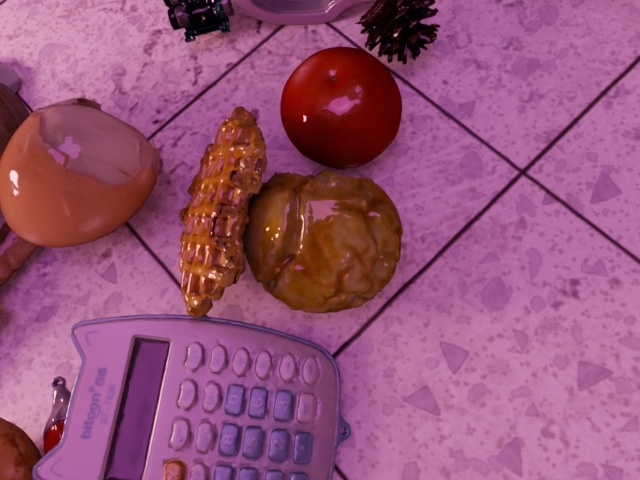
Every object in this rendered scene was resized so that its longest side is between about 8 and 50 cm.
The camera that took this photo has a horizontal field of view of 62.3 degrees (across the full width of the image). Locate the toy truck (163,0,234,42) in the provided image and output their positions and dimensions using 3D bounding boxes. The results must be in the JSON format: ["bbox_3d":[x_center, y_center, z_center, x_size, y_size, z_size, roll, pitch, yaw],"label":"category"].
[{"bbox_3d":[-0.225,-0.469,0.930,0.110,0.116,0.216,-14,112,3],"label":"toy truck"}]

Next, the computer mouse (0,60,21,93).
[{"bbox_3d":[-0.659,-0.247,0.968,0.128,0.079,0.231,19,71,12],"label":"computer mouse"}]

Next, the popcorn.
[{"bbox_3d":[0.000,0.000,0.727,0.221,0.183,0.204,18,105,11],"label":"popcorn"}]

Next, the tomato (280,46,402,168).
[{"bbox_3d":[0.030,-0.207,0.816,0.195,0.136,0.195,-3,70,8],"label":"tomato"}]

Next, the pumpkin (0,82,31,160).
[{"bbox_3d":[-0.520,-0.132,0.848,0.110,0.217,0.217,33,77,-6],"label":"pumpkin"}]

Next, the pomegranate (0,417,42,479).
[{"bbox_3d":[-0.468,0.329,0.662,0.215,0.215,0.215,-3,70,8],"label":"pomegranate"}]

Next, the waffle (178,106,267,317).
[{"bbox_3d":[-0.140,-0.043,0.728,0.051,0.291,0.291,16,69,-26],"label":"waffle"}]

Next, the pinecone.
[{"bbox_3d":[0.130,-0.353,0.863,0.140,0.140,0.121,-43,102,-8],"label":"pinecone"}]

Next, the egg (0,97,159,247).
[{"bbox_3d":[-0.371,-0.095,0.805,0.244,0.201,0.201,-46,70,4],"label":"egg"}]

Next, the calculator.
[{"bbox_3d":[-0.150,0.231,0.700,0.386,0.054,0.256,7,70,-2],"label":"calculator"}]

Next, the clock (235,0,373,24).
[{"bbox_3d":[-0.022,-0.495,0.826,0.338,0.338,0.102,-5,68,7],"label":"clock"}]

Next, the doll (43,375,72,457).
[{"bbox_3d":[-0.325,0.291,0.724,0.102,0.075,0.227,-29,73,-4],"label":"doll"}]

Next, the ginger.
[{"bbox_3d":[-0.554,0.101,0.829,0.148,0.081,0.334,14,74,-3],"label":"ginger"}]
